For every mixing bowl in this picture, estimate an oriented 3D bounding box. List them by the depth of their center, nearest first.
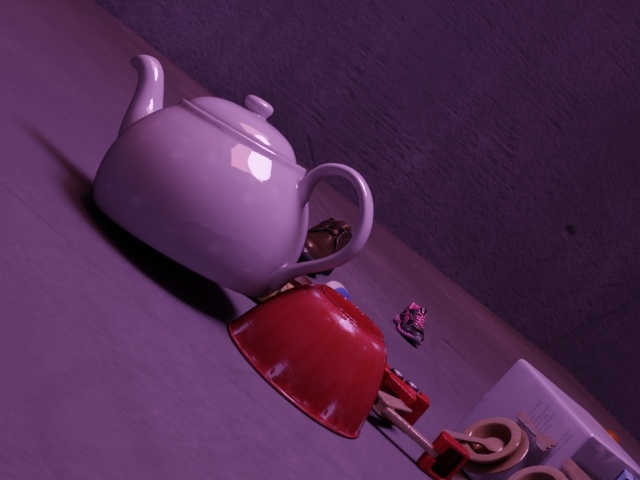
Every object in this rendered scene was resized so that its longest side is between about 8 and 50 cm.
[{"bbox_3d":[0.003,0.111,1.278,0.181,0.098,0.181,40,8,-7],"label":"mixing bowl"}]

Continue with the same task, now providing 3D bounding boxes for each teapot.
[{"bbox_3d":[-0.103,-0.066,1.308,0.256,0.187,0.252,30,4,-24],"label":"teapot"}]

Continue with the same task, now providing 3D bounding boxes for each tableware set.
[{"bbox_3d":[0.215,0.254,1.376,0.194,0.128,0.039,48,-19,59],"label":"tableware set"}]

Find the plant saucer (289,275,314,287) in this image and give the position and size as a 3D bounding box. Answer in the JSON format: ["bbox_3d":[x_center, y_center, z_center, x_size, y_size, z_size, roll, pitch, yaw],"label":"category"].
[{"bbox_3d":[-0.092,0.015,1.580,0.199,0.036,0.198,38,4,-3],"label":"plant saucer"}]

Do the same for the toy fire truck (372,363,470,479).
[{"bbox_3d":[0.082,0.190,1.414,0.192,0.047,0.135,39,8,-5],"label":"toy fire truck"}]

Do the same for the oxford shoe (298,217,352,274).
[{"bbox_3d":[0.000,0.000,1.980,0.083,0.096,0.227,43,9,7],"label":"oxford shoe"}]

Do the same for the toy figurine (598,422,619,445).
[{"bbox_3d":[0.433,0.368,1.762,0.209,0.148,0.213,43,8,20],"label":"toy figurine"}]

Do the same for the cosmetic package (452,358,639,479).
[{"bbox_3d":[0.281,0.276,1.507,0.151,0.151,0.183,38,8,-31],"label":"cosmetic package"}]

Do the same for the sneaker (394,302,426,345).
[{"bbox_3d":[0.165,0.142,2.132,0.047,0.057,0.119,41,8,-17],"label":"sneaker"}]

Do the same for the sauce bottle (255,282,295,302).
[{"bbox_3d":[-0.072,0.052,1.478,0.128,0.042,0.042,36,8,-29],"label":"sauce bottle"}]

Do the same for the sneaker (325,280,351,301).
[{"bbox_3d":[0.038,0.111,1.539,0.084,0.058,0.152,42,-14,27],"label":"sneaker"}]

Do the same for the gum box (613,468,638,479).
[{"bbox_3d":[0.332,0.356,1.253,0.184,0.157,0.041,42,9,6],"label":"gum box"}]
